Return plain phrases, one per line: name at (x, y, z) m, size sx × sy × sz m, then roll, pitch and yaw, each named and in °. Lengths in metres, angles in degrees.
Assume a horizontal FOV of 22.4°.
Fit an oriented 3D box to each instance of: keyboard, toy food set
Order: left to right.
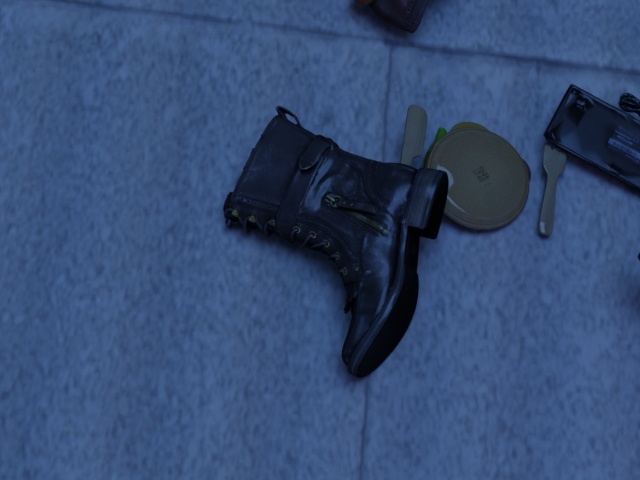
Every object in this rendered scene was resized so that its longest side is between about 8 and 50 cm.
toy food set at (0.176, -0.071, 1.824) m, size 0.192 × 0.038 × 0.132 m, roll 16°, pitch 67°, yaw -10°
keyboard at (0.354, -0.115, 1.858) m, size 0.180 × 0.023 × 0.108 m, roll 29°, pitch 70°, yaw 2°

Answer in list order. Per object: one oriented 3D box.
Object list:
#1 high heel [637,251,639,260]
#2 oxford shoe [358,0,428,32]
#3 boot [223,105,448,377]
high heel at (0.465, 0.014, 1.791) m, size 0.186 × 0.093 × 0.261 m, roll 51°, pitch 55°, yaw -11°
oxford shoe at (0.145, -0.359, 1.947) m, size 0.098 × 0.097 × 0.271 m, roll 40°, pitch 69°, yaw -7°
boot at (0.000, 0.000, 1.745) m, size 0.229 × 0.091 × 0.263 m, roll 16°, pitch 75°, yaw 17°
